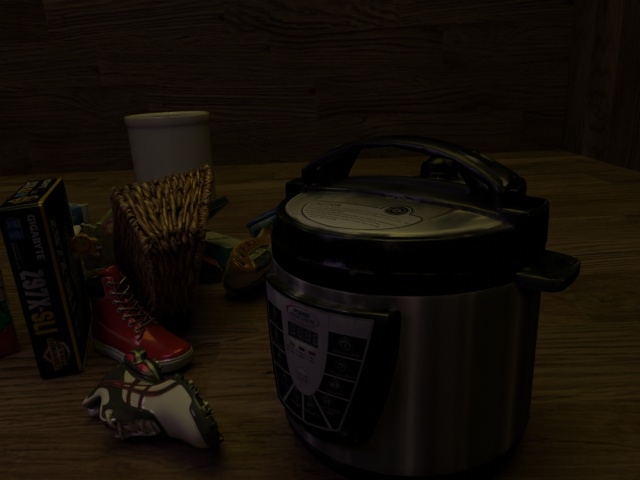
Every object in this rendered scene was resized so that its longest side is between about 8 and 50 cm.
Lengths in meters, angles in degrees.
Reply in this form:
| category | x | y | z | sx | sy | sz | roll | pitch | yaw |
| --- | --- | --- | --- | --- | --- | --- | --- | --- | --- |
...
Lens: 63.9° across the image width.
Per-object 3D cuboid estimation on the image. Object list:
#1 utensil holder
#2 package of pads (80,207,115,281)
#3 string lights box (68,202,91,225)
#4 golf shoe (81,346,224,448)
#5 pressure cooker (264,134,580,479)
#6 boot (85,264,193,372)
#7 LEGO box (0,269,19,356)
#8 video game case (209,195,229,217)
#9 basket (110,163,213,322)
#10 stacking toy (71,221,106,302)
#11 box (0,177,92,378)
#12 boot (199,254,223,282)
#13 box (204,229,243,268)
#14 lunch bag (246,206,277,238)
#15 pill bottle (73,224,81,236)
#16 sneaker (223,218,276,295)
| category | x | y | z | sx | sy | sz | roll | pitch | yaw |
| --- | --- | --- | --- | --- | --- | --- | --- | --- | --- |
| utensil holder | -0.588 | -0.313 | 2.066 | 0.327 | 0.385 | 0.327 | -3 | 18 | 1 |
| package of pads | -0.497 | 0.005 | 1.305 | 0.296 | 0.101 | 0.229 | -37 | 0 | 28 |
| string lights box | -0.985 | -0.073 | 1.874 | 0.133 | 0.077 | 0.259 | 4 | 19 | 18 |
| golf shoe | -0.243 | 0.253 | 0.749 | 0.273 | 0.105 | 0.120 | 8 | 35 | 46 |
| pressure cooker | 0.111 | 0.065 | 0.723 | 0.369 | 0.420 | 0.375 | -2 | 18 | -2 |
| boot | -0.345 | 0.139 | 0.955 | 0.244 | 0.176 | 0.088 | 9 | 19 | 28 |
| LEGO box | -0.840 | 0.019 | 1.081 | 0.193 | 0.373 | 0.500 | -18 | 24 | -40 |
| video game case | -0.379 | -0.010 | 1.343 | 0.274 | 0.026 | 0.196 | -38 | 1 | 27 |
| basket | -0.293 | 0.024 | 1.080 | 0.223 | 0.299 | 0.213 | -20 | 59 | -34 |
| stacking toy | -0.486 | 0.076 | 1.104 | 0.052 | 0.221 | 0.167 | -7 | 16 | -17 |
| box | -0.515 | 0.060 | 0.988 | 0.079 | 0.322 | 0.257 | -9 | 18 | -16 |
| boot | -0.328 | 0.053 | 1.341 | 0.158 | 0.059 | 0.084 | 33 | 5 | -16 |
| box | -0.302 | 0.021 | 1.483 | 0.100 | 0.060 | 0.244 | -5 | 14 | -45 |
| lunch bag | -0.111 | -0.057 | 1.567 | 0.176 | 0.090 | 0.219 | -20 | 0 | -43 |
| pill bottle | -0.747 | 0.011 | 1.518 | 0.186 | 0.112 | 0.112 | -4 | 18 | -2 |
| sneaker | -0.139 | 0.038 | 1.304 | 0.112 | 0.131 | 0.296 | 44 | 39 | 16 |
